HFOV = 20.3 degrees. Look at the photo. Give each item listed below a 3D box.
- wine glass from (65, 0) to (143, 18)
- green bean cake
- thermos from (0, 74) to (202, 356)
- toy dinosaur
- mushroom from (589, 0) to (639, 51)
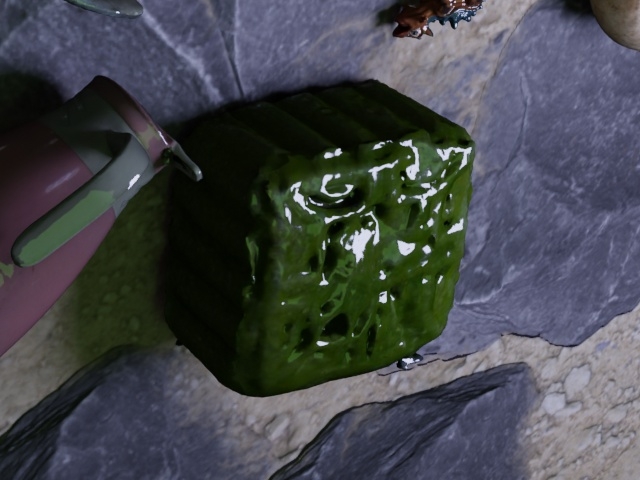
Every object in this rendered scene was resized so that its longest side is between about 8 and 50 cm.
[{"bbox_3d":[-0.133,-0.286,1.274,0.126,0.126,0.241,8,114,-46],"label":"wine glass"},{"bbox_3d":[0.000,0.000,1.587,0.249,0.156,0.247,-15,126,-36],"label":"green bean cake"},{"bbox_3d":[-0.228,-0.012,1.353,0.265,0.176,0.146,-41,113,-14],"label":"thermos"},{"bbox_3d":[0.127,-0.224,1.622,0.154,0.049,0.055,-29,133,-18],"label":"toy dinosaur"},{"bbox_3d":[0.340,-0.261,1.740,0.166,0.127,0.166,-23,126,-35],"label":"mushroom"}]
